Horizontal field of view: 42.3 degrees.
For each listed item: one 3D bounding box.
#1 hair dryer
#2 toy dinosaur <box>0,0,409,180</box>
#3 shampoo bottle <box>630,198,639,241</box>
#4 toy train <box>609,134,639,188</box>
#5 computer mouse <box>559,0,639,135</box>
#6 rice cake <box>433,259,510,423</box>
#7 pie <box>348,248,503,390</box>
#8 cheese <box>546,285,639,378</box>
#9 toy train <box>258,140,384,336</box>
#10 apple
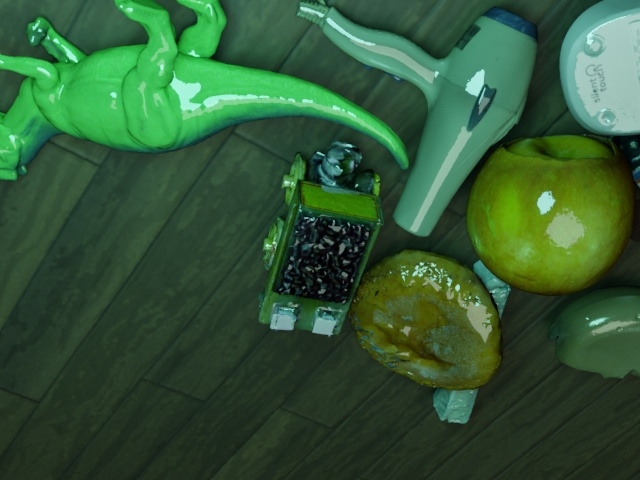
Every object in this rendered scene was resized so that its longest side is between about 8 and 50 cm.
[{"bbox_3d":[0.111,-0.151,1.051,0.299,0.119,0.295,4,108,1],"label":"hair dryer"},{"bbox_3d":[-0.187,-0.114,1.031,0.500,0.144,0.374,35,121,-12],"label":"toy dinosaur"},{"bbox_3d":[0.523,-0.030,1.177,0.236,0.067,0.068,-4,169,-35],"label":"shampoo bottle"},{"bbox_3d":[0.588,-0.199,1.080,0.410,0.086,0.089,-31,131,18],"label":"toy train"},{"bbox_3d":[0.450,-0.238,1.022,0.297,0.121,0.184,-13,117,24],"label":"computer mouse"},{"bbox_3d":[0.249,0.170,1.357,0.063,0.066,0.336,4,127,-7],"label":"rice cake"},{"bbox_3d":[0.164,0.135,1.288,0.274,0.069,0.273,14,127,20],"label":"pie"},{"bbox_3d":[0.474,0.151,1.346,0.203,0.091,0.175,4,128,-6],"label":"cheese"},{"bbox_3d":[0.000,0.000,1.133,0.134,0.177,0.260,10,126,-12],"label":"toy train"},{"bbox_3d":[0.307,-0.046,1.087,0.237,0.236,0.207,1,129,-5],"label":"apple"}]
